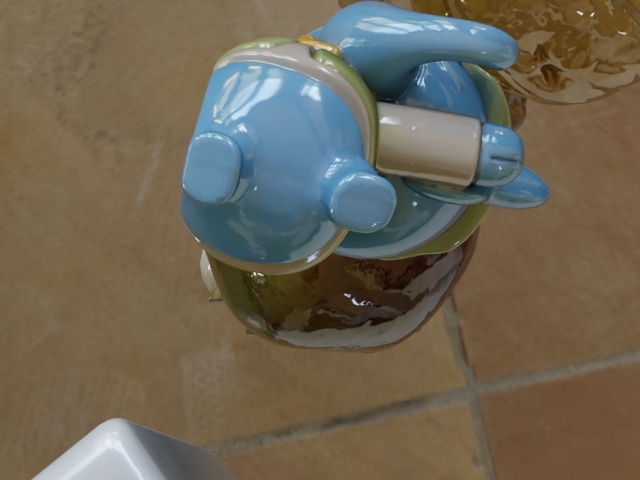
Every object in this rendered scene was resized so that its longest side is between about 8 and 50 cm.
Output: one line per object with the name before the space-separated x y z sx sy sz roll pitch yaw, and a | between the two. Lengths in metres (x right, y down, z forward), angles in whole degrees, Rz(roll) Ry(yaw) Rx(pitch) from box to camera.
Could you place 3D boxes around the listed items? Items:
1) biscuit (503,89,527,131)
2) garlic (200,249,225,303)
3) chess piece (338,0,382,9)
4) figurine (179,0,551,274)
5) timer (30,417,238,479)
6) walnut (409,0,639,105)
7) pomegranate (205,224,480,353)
biscuit | 0.104 -0.224 1.804 0.342 0.395 0.166 -18 111 -9
garlic | -0.034 0.049 1.736 0.184 0.281 0.203 39 120 24
chess piece | 0.049 -0.366 1.616 0.066 0.122 0.066 -3 130 -4
figurine | 0.025 -0.049 0.624 0.179 0.262 0.154 -12 100 12
timer | -0.106 0.238 0.640 0.195 0.192 0.194 -40 70 -1
walnut | 0.169 -0.199 0.867 0.225 0.193 0.193 29 104 -23
pomegranate | 0.004 -0.024 1.189 0.290 0.323 0.291 0 91 -24
